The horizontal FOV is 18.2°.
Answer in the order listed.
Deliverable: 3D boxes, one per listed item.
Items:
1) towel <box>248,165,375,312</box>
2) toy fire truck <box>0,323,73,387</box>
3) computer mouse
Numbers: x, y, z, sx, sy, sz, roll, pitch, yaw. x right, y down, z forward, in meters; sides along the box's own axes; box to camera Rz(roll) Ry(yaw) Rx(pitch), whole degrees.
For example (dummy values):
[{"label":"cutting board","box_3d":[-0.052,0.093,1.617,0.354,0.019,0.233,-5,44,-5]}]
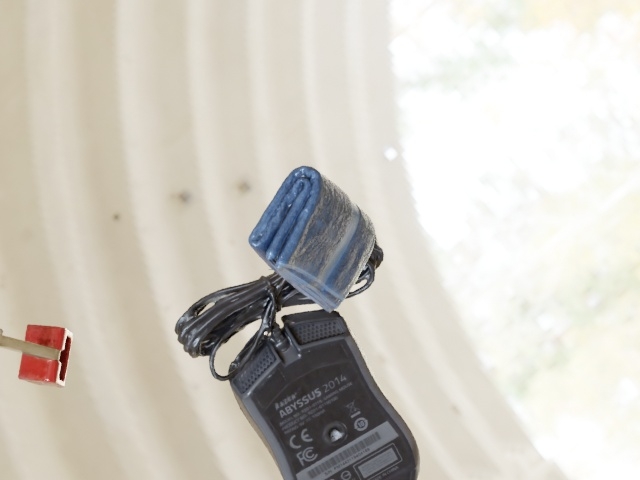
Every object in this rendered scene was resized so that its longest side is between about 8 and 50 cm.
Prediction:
[{"label":"towel","box_3d":[0.000,0.000,1.237,0.029,0.067,0.119,27,174,27]},{"label":"toy fire truck","box_3d":[-0.288,0.074,1.564,0.192,0.135,0.047,35,-117,-71]},{"label":"computer mouse","box_3d":[0.000,0.128,1.713,0.272,0.188,0.072,67,172,-24]}]
